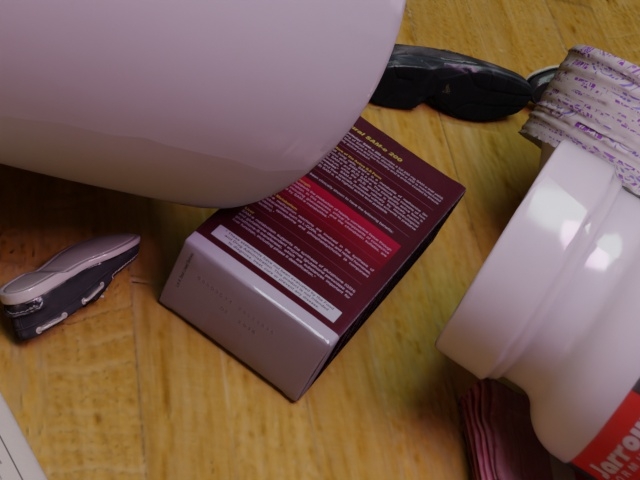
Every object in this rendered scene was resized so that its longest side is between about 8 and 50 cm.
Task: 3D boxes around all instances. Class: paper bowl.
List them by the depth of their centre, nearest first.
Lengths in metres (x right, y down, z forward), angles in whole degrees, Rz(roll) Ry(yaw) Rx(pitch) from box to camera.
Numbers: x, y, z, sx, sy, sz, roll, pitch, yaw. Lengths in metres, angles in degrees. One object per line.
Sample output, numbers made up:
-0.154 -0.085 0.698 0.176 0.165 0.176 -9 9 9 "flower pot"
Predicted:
0.293 -0.031 1.134 0.284 0.148 0.284 32 6 -4 "paper bowl"

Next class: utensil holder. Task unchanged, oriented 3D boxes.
-0.177 -0.204 0.856 0.385 0.327 0.327 14 39 -47 "utensil holder"

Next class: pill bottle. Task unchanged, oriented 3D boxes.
0.274 0.098 0.932 0.363 0.210 0.210 32 41 6 "pill bottle"

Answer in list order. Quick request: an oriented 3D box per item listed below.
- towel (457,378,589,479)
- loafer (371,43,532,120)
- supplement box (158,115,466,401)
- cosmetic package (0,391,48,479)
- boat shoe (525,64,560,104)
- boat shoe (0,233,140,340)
0.266 0.220 0.986 0.329 0.037 0.237 14 37 -18 "towel"
0.118 -0.155 1.282 0.170 0.062 0.061 9 40 -24 "loafer"
0.000 0.000 1.047 0.130 0.073 0.239 36 42 8 "supplement box"
-0.285 0.085 0.771 0.160 0.113 0.309 -12 55 -37 "cosmetic package"
0.258 -0.138 1.349 0.133 0.049 0.042 10 36 -27 "boat shoe"
-0.168 0.029 0.950 0.046 0.038 0.125 0 21 32 "boat shoe"
